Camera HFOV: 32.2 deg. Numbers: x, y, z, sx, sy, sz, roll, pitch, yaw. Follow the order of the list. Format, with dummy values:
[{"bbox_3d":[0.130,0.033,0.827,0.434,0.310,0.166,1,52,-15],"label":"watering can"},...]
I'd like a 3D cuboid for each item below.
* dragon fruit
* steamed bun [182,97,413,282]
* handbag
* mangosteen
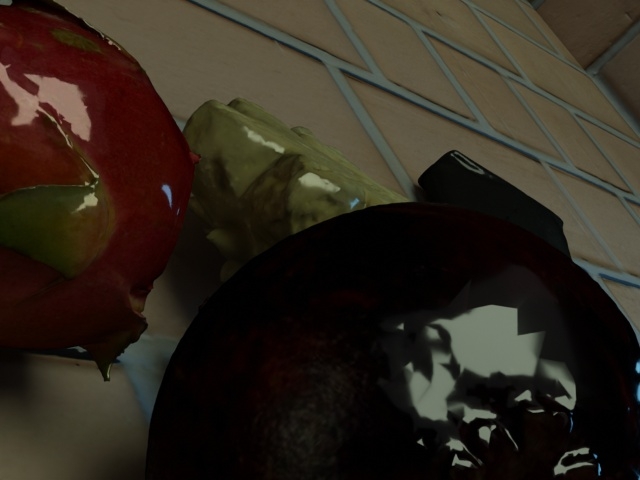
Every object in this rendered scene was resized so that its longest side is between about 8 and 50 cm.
[{"bbox_3d":[-0.192,-0.035,0.619,0.227,0.224,0.224,28,29,-27],"label":"dragon fruit"},{"bbox_3d":[0.000,0.000,0.887,0.292,0.137,0.295,28,10,-38],"label":"steamed bun"},{"bbox_3d":[0.239,0.012,1.354,0.247,0.080,0.223,29,29,-30],"label":"handbag"},{"bbox_3d":[0.040,0.126,0.646,0.297,0.293,0.297,11,65,-25],"label":"mangosteen"}]
